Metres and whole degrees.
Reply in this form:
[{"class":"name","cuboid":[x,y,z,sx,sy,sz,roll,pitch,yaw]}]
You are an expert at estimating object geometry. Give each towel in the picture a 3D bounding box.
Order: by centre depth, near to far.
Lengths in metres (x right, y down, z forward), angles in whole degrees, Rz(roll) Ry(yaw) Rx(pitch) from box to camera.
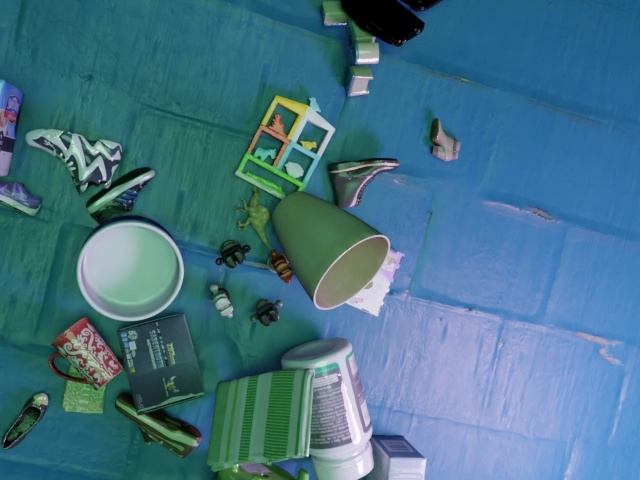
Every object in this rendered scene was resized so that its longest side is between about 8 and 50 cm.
[{"class":"towel","cuboid":[-0.157,0.464,1.827,0.038,0.325,0.247,38,45,-42]},{"class":"towel","cuboid":[-0.629,0.392,1.884,0.110,0.027,0.148,9,93,-13]}]

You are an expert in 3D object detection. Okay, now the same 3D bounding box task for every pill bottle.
[{"class":"pill bottle","cuboid":[0.027,0.469,1.945,0.204,0.204,0.360,-15,97,-11]}]

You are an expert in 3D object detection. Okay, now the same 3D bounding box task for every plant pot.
[{"class":"plant pot","cuboid":[0.000,0.000,1.871,0.256,0.256,0.274,-41,62,-7]}]

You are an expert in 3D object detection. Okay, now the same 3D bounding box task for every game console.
[{"class":"game console","cuboid":[0.241,-0.670,1.933,0.361,0.044,0.213,-37,70,-24]}]

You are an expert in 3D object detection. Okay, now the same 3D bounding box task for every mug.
[{"class":"mug","cuboid":[-0.612,0.307,1.836,0.150,0.113,0.169,-39,93,32]}]

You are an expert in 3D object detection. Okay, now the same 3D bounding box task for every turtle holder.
[{"class":"turtle holder","cuboid":[-0.147,0.718,1.885,0.321,0.243,0.227,19,91,14]}]

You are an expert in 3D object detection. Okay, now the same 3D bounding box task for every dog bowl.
[{"class":"dog bowl","cuboid":[-0.495,0.070,1.830,0.265,0.104,0.264,-4,104,-15]}]

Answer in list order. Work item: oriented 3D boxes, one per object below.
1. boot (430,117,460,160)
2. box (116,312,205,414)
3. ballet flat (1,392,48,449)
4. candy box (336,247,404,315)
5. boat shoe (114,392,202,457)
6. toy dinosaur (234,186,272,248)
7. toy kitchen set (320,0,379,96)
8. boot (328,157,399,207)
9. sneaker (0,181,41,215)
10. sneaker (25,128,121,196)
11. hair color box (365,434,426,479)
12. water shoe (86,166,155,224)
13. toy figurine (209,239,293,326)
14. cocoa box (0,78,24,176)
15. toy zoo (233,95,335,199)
[{"class":"boot","cuboid":[0.367,-0.292,2.049,0.087,0.042,0.118,6,94,-19]},{"class":"box","cuboid":[-0.424,0.327,1.864,0.184,0.059,0.232,-13,77,-17]},{"class":"ballet flat","cuboid":[-0.774,0.478,1.847,0.057,0.049,0.173,35,86,-14]},{"class":"candy box","cuboid":[0.121,0.094,2.005,0.165,0.070,0.196,24,88,-13]},{"class":"boat shoe","cuboid":[-0.453,0.512,1.901,0.258,0.095,0.095,33,95,-12]},{"class":"toy dinosaur","cuboid":[-0.183,-0.055,1.935,0.093,0.053,0.183,-13,97,-13]},{"class":"toy kitchen set","cuboid":[0.070,-0.532,1.951,0.122,0.166,0.207,-5,59,-13]},{"class":"boot","cuboid":[0.127,-0.161,1.993,0.198,0.077,0.136,-6,100,1]},{"class":"sneaker","cuboid":[-0.800,-0.126,1.798,0.170,0.068,0.071,30,72,-21]},{"class":"sneaker","cuboid":[-0.640,-0.194,1.801,0.235,0.094,0.152,10,84,-23]},{"class":"hair color box","cuboid":[0.202,0.773,2.016,0.114,0.185,0.374,5,93,-14]},{"class":"water shoe","cuboid":[-0.518,-0.119,1.858,0.203,0.073,0.080,-31,121,-4]},{"class":"toy figurine","cuboid":[-0.191,0.115,1.907,0.213,0.148,0.209,12,98,-15]},{"class":"cocoa box","cuboid":[-0.920,-0.299,1.661,0.348,0.231,0.227,11,91,-13]},{"class":"toy zoo","cuboid":[-0.089,-0.268,1.951,0.192,0.030,0.293,27,88,-13]}]
